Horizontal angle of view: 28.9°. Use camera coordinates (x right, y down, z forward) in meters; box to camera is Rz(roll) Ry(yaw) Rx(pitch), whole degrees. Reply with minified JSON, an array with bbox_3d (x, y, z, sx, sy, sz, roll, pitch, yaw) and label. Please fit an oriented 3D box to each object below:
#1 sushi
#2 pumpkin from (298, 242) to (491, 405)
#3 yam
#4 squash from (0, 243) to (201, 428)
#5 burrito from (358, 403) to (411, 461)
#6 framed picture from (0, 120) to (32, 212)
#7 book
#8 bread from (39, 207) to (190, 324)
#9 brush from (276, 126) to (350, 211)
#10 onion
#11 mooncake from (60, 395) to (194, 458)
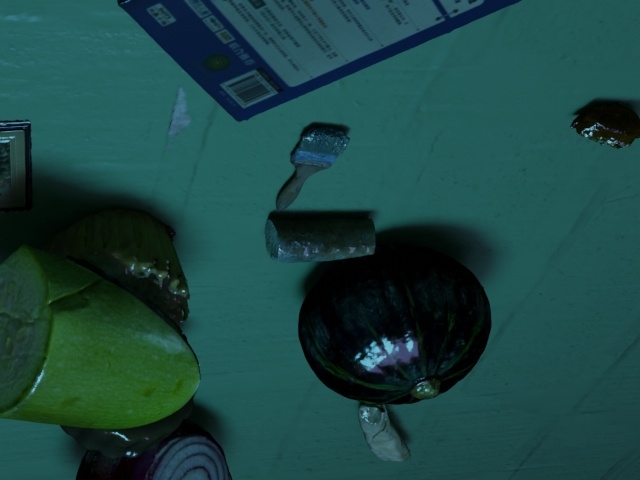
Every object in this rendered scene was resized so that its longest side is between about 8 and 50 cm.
[{"bbox_3d":[0.421,-0.165,1.807,0.118,0.062,0.060,19,149,-12],"label":"sushi"},{"bbox_3d":[0.128,0.151,2.017,0.315,0.239,0.315,-13,146,-9],"label":"pumpkin"},{"bbox_3d":[0.000,0.000,1.888,0.169,0.068,0.068,0,146,-20],"label":"yam"},{"bbox_3d":[-0.313,0.150,1.719,0.233,0.210,0.309,-38,152,31],"label":"squash"},{"bbox_3d":[0.132,0.404,2.584,0.082,0.059,0.275,-4,150,11],"label":"burrito"},{"bbox_3d":[-0.473,-0.087,1.617,0.195,0.010,0.199,-4,147,-15],"label":"framed picture"},{"bbox_3d":[0.020,-0.292,1.436,0.427,0.039,0.300,-21,149,16],"label":"book"},{"bbox_3d":[-0.322,0.071,1.797,0.274,0.149,0.274,-8,142,-6],"label":"bread"},{"bbox_3d":[-0.025,-0.096,1.768,0.070,0.021,0.196,5,144,-25],"label":"brush"},{"bbox_3d":[-0.330,0.467,2.318,0.260,0.282,0.337,8,147,32],"label":"onion"},{"bbox_3d":[-0.319,0.233,1.990,0.228,0.228,0.124,6,152,-29],"label":"mooncake"}]
